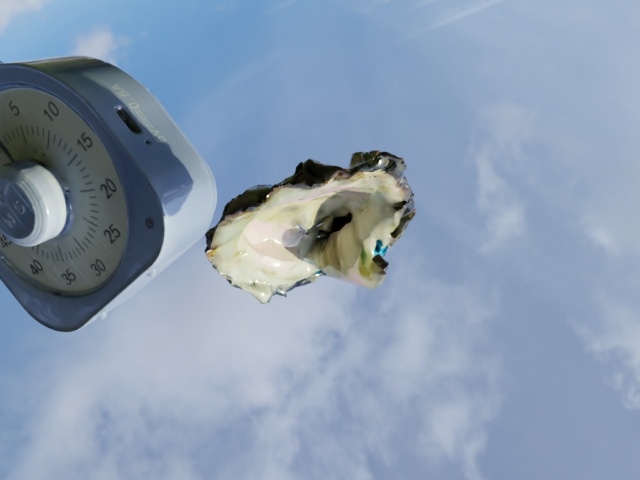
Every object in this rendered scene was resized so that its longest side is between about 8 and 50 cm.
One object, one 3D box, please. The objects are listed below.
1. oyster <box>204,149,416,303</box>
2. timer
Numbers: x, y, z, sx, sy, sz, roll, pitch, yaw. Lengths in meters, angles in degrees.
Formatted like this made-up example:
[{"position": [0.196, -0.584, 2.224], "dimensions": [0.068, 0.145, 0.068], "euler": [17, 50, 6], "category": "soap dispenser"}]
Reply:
[{"position": [-0.002, -0.008, 0.545], "dimensions": [0.198, 0.259, 0.092], "euler": [-17, -119, 7], "category": "oyster"}, {"position": [-0.368, -0.079, 0.785], "dimensions": [0.395, 0.394, 0.173], "euler": [5, -156, 24], "category": "timer"}]
